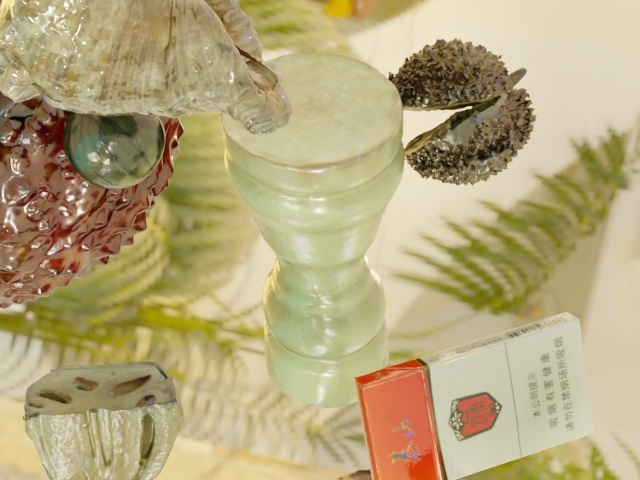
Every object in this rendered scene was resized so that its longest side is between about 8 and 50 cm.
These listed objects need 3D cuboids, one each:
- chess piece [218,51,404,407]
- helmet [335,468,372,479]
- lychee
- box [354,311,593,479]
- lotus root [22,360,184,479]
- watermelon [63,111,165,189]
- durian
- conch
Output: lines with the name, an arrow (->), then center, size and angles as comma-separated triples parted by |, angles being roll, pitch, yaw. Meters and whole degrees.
chess piece -> 0.000, 0.000, 2.015 | 0.234, 0.234, 0.442 | -85, 173, -47
helmet -> 0.088, 0.477, 2.093 | 0.197, 0.338, 0.271 | -31, 172, -42
lychee -> -0.366, -0.153, 1.891 | 0.424, 0.425, 0.500 | -89, -157, -60
box -> 0.161, 0.170, 1.636 | 0.035, 0.245, 0.139 | -142, -140, -64
lotus root -> -0.199, 0.174, 1.461 | 0.070, 0.143, 0.144 | -98, -169, -49
watermelon -> -0.225, -0.115, 1.681 | 0.105, 0.133, 0.105 | -22, -138, 22
durian -> 0.179, -0.167, 1.990 | 0.167, 0.196, 0.196 | -149, -108, -68
conch -> -0.194, -0.215, 1.494 | 0.210, 0.352, 0.297 | -24, -147, 20
